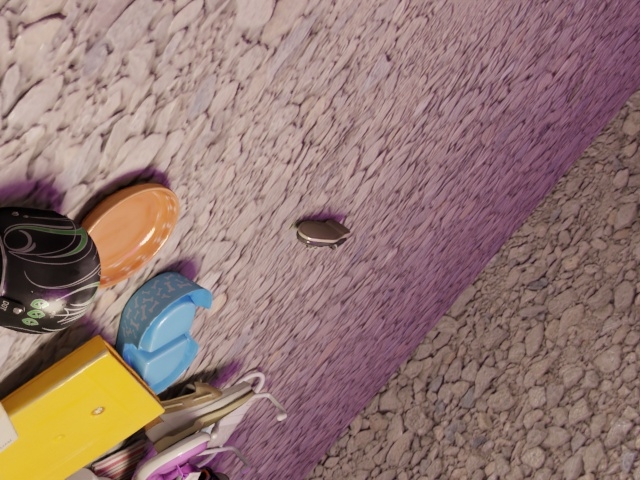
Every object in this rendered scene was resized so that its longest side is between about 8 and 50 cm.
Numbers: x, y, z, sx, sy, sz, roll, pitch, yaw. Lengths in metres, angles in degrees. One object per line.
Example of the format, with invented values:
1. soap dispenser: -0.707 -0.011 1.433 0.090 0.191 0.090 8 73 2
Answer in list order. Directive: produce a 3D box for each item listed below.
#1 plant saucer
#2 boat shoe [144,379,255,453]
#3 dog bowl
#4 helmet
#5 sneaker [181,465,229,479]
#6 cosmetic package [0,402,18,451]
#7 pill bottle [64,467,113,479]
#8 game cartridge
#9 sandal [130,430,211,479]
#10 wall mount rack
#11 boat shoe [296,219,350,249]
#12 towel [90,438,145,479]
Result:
1. plant saucer: -0.301 -0.011 1.365 0.200 0.037 0.200 -39 158 -19
2. boat shoe: -0.264 0.360 1.996 0.113 0.103 0.302 -40 168 34
3. dog bowl: -0.296 0.173 1.654 0.166 0.074 0.297 -30 153 -39
4. helmet: -0.365 0.040 1.174 0.161 0.169 0.169 7 125 -45
5. sneaker: -0.315 0.672 2.487 0.108 0.100 0.271 -56 158 7
6. cosmetic package: -0.531 0.220 1.218 0.160 0.113 0.309 -38 157 -24
7. pill bottle: -0.450 0.582 1.895 0.136 0.136 0.246 -42 130 -14
8. game cartridge: -0.451 0.316 1.529 0.323 0.053 0.285 -32 149 -8
9. sandal: -0.324 0.521 1.970 0.169 0.102 0.416 -26 166 -36
10. wall mount rack: -0.246 0.496 2.261 0.304 0.130 0.350 3 126 -53
11. boat shoe: 0.000 0.000 1.931 0.065 0.075 0.206 -58 162 17
12. towel: -0.474 0.531 2.017 0.144 0.029 0.197 -21 144 -51
